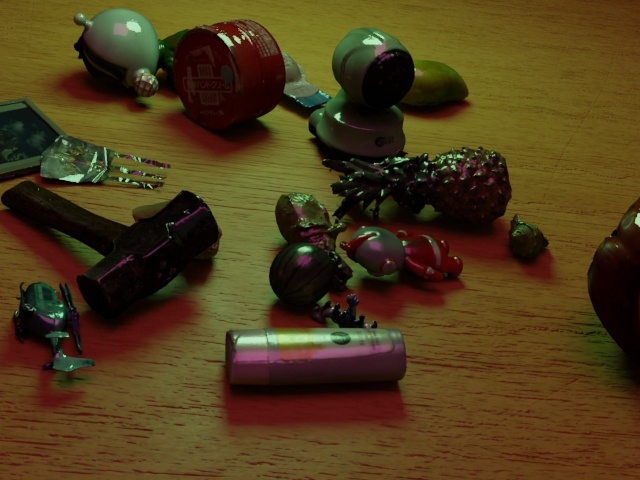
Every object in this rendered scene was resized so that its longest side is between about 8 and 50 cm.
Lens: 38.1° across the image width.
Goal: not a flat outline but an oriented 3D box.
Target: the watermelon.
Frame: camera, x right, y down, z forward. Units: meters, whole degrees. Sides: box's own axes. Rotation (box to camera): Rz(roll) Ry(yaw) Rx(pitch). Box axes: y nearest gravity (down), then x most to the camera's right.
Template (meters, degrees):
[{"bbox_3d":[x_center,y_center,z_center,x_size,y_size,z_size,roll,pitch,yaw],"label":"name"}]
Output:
[{"bbox_3d":[-0.023,0.049,1.545,0.105,0.105,0.133,33,55,31],"label":"watermelon"}]

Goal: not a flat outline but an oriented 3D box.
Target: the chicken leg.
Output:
[{"bbox_3d":[0.000,0.000,1.653,0.103,0.088,0.228,6,36,-52],"label":"chicken leg"}]

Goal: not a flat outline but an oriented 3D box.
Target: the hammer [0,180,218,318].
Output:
[{"bbox_3d":[-0.392,-0.021,1.578,0.408,0.095,0.242,21,51,34],"label":"hammer"}]

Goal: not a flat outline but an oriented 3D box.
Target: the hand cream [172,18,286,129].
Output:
[{"bbox_3d":[-0.196,-0.363,2.009,0.230,0.230,0.149,31,39,29],"label":"hand cream"}]

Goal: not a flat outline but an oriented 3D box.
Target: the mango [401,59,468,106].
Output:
[{"bbox_3d":[0.265,-0.377,2.242,0.232,0.111,0.125,5,44,-28],"label":"mango"}]

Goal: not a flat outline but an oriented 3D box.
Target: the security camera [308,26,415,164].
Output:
[{"bbox_3d":[0.101,-0.311,1.953,0.197,0.277,0.191,-13,38,-29],"label":"security camera"}]

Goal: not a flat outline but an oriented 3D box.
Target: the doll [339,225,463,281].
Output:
[{"bbox_3d":[0.138,0.022,1.640,0.245,0.076,0.142,3,32,-30],"label":"doll"}]

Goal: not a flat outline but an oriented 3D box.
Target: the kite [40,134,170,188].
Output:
[{"bbox_3d":[-0.420,-0.146,1.808,0.245,0.015,0.141,10,44,-3],"label":"kite"}]

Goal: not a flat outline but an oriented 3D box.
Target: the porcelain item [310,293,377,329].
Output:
[{"bbox_3d":[0.049,0.118,1.495,0.136,0.075,0.021,22,35,19],"label":"porcelain item"}]

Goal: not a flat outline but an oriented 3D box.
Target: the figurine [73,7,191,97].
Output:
[{"bbox_3d":[-0.384,-0.432,2.126,0.369,0.167,0.281,6,38,-21],"label":"figurine"}]

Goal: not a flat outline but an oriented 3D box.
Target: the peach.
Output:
[{"bbox_3d":[0.655,0.076,1.467,0.416,0.339,0.353,34,42,25],"label":"peach"}]

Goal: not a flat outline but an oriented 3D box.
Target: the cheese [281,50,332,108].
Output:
[{"bbox_3d":[-0.098,-0.388,2.202,0.286,0.074,0.189,35,43,28],"label":"cheese"}]

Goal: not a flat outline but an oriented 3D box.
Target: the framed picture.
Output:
[{"bbox_3d":[-0.626,-0.208,1.865,0.208,0.019,0.281,-21,44,-37],"label":"framed picture"}]

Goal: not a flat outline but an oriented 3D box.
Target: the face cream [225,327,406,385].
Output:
[{"bbox_3d":[-0.009,0.176,1.403,0.269,0.073,0.107,0,27,-10],"label":"face cream"}]

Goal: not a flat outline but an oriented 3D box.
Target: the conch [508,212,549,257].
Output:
[{"bbox_3d":[0.395,-0.011,1.763,0.121,0.074,0.089,1,65,-48],"label":"conch"}]

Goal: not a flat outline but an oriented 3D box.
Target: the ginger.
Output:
[{"bbox_3d":[-0.249,-0.021,1.635,0.190,0.069,0.095,26,34,25],"label":"ginger"}]

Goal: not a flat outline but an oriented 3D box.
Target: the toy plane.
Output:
[{"bbox_3d":[-0.407,0.127,1.400,0.096,0.060,0.235,7,28,-28],"label":"toy plane"}]

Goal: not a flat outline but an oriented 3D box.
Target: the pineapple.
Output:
[{"bbox_3d":[0.180,-0.114,1.801,0.364,0.166,0.166,2,35,-6],"label":"pineapple"}]
